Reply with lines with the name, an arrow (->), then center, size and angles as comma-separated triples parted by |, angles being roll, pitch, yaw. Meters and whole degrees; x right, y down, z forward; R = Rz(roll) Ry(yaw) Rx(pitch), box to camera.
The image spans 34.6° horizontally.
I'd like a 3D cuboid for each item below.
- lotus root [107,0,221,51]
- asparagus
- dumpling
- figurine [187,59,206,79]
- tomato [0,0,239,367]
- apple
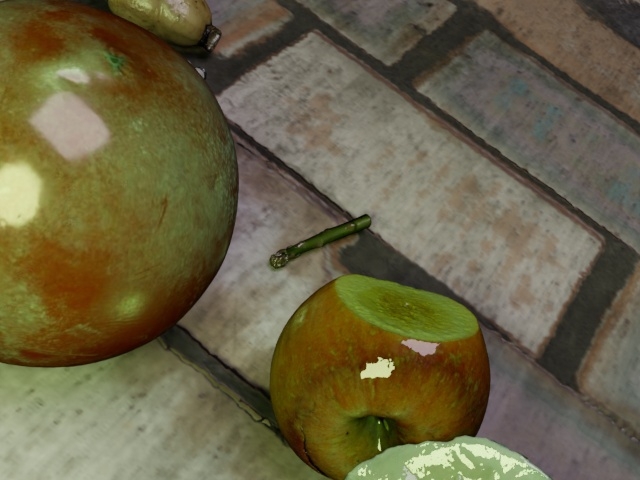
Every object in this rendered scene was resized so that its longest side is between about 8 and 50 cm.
lotus root -> -0.168, -0.242, 1.038 | 0.152, 0.063, 0.072 | 24, 51, -14
asparagus -> 0.000, 0.000, 0.936 | 0.127, 0.018, 0.015 | -24, 105, -41
dumpling -> 0.100, 0.229, 0.669 | 0.219, 0.153, 0.108 | 41, 42, 4
figurine -> -0.151, -0.143, 0.962 | 0.060, 0.047, 0.106 | 50, 38, -4
tomato -> -0.183, -0.052, 0.724 | 0.270, 0.223, 0.270 | 15, 47, -17
apple -> 0.040, 0.095, 0.756 | 0.146, 0.163, 0.147 | 23, 37, -10
